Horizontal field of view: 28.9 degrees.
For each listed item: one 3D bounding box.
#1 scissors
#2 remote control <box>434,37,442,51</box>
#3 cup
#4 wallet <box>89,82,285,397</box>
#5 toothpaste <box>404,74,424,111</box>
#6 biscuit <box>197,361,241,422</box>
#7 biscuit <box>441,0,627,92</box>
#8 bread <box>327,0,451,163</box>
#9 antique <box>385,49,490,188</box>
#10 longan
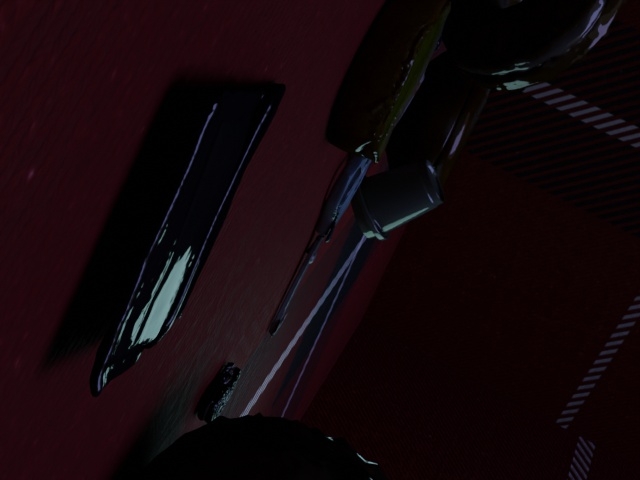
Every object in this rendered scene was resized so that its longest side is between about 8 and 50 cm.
[{"bbox_3d":[0.001,0.001,1.935,0.360,0.029,0.191,-64,175,15],"label":"scissors"},{"bbox_3d":[0.210,-0.373,2.066,0.043,0.027,0.152,92,24,-66],"label":"remote control"},{"bbox_3d":[0.128,-0.071,2.055,0.141,0.120,0.120,-19,-171,18],"label":"cup"},{"bbox_3d":[-0.102,-0.012,0.991,0.247,0.041,0.323,-63,177,10],"label":"wallet"},{"bbox_3d":[0.130,-0.223,2.045,0.052,0.033,0.218,-61,178,-33],"label":"toothpaste"},{"bbox_3d":[-0.138,0.208,1.692,0.089,0.027,0.087,-61,175,-5],"label":"biscuit"},{"bbox_3d":[0.324,-0.376,1.880,0.332,0.103,0.332,-30,-138,32],"label":"biscuit"},{"bbox_3d":[0.088,-0.210,1.567,0.236,0.070,0.236,-62,175,-10],"label":"bread"},{"bbox_3d":[0.201,-0.204,2.158,0.223,0.129,0.278,-75,-170,-83],"label":"antique"},{"bbox_3d":[-0.069,0.382,1.455,0.391,0.391,0.391,-61,174,-12],"label":"longan"}]
